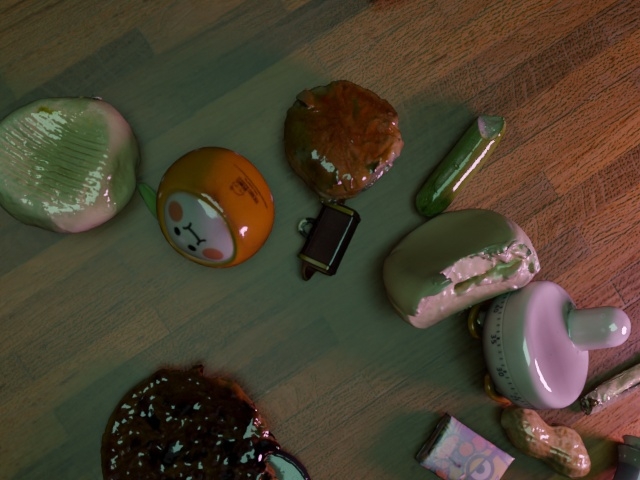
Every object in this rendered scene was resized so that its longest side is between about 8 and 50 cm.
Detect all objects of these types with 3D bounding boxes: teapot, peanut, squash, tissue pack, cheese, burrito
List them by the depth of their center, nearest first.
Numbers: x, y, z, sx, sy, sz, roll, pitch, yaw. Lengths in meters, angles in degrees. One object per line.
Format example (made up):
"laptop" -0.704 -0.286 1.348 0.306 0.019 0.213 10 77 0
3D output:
"cheese" 0.239 0.048 1.622 0.266 0.233 0.127 -28 115 -5
"teapot" 0.550 0.490 1.688 0.183 0.183 0.251 35 75 -5
"tissue pack" 0.265 0.404 1.705 0.148 0.060 0.109 35 85 -6
"squash" 0.260 -0.141 1.706 0.069 0.069 0.239 40 86 -4
"peanut" 0.419 0.370 1.713 0.192 0.089 0.089 31 86 -6
"burrito" 0.578 0.273 1.753 0.185 0.041 0.045 -26 51 -5

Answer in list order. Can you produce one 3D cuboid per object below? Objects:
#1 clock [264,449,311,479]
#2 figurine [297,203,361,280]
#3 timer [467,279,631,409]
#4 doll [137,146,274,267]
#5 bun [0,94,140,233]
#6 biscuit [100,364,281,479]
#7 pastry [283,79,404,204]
"clock" -0.101 0.466 1.659 0.184 0.040 0.185 0 82 1
"figurine" 0.000 0.001 1.677 0.098 0.082 0.154 27 87 9
"timer" 0.405 0.182 1.634 0.233 0.240 0.234 16 68 -45
"doll" -0.201 -0.049 1.612 0.213 0.236 0.213 22 58 -40
"bun" -0.432 -0.123 1.589 0.259 0.160 0.259 1 73 -2
"biscuit" -0.221 0.382 1.618 0.289 0.081 0.334 -45 76 -4
"pastry" 0.039 -0.173 1.651 0.218 0.100 0.229 13 66 -9
